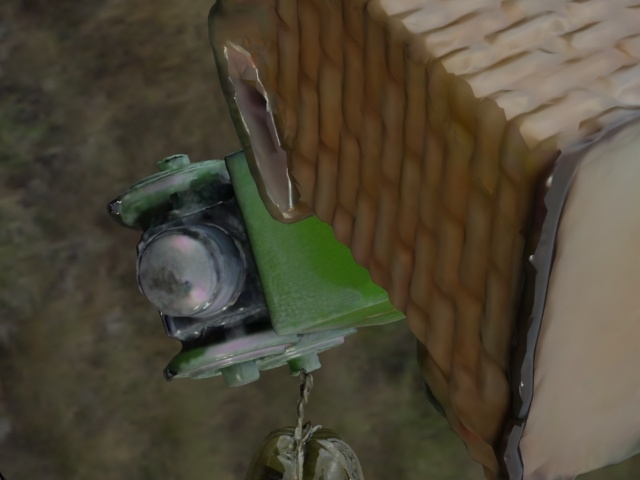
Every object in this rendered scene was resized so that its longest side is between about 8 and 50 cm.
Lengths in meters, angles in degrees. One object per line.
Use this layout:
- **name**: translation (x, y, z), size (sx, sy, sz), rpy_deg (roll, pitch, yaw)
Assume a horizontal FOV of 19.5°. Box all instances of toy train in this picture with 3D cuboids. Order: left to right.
- **toy train**: translation (0.000, 0.000, 1.391), size (0.307, 0.248, 0.173), rpy_deg (2, 69, -71)

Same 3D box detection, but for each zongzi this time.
- **zongzi**: translation (0.032, 0.187, 1.035), size (0.081, 0.178, 0.189), rpy_deg (41, 69, -81)

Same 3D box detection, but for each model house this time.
- **model house**: translation (0.074, -0.053, 0.502), size (0.172, 0.183, 0.166), rpy_deg (48, -30, 35)

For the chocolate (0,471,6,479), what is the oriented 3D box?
- **chocolate**: translation (-0.164, 0.124, 0.655), size (0.133, 0.156, 0.156), rpy_deg (-27, 107, -28)
